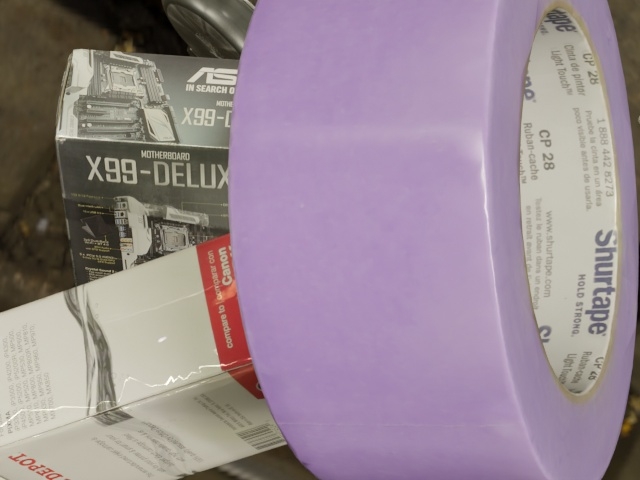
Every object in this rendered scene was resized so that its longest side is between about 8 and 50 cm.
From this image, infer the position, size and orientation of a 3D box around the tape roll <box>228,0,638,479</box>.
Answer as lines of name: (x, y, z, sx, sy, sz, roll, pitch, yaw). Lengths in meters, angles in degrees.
tape roll: (0.046, -0.011, 0.507, 0.080, 0.189, 0.189, -2, 123, 23)

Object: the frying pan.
frying pan: (-0.136, -0.239, 1.715, 0.053, 0.326, 0.197, -49, 122, -13)

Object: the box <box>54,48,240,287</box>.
box: (0.000, 0.000, 0.954, 0.307, 0.076, 0.242, 4, 142, 1)

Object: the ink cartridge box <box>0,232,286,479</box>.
ink cartridge box: (-0.060, 0.052, 0.597, 0.135, 0.056, 0.099, -19, 155, 9)

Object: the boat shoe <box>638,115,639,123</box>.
boat shoe: (0.325, -0.136, 1.350, 0.038, 0.046, 0.125, 47, 132, 19)
